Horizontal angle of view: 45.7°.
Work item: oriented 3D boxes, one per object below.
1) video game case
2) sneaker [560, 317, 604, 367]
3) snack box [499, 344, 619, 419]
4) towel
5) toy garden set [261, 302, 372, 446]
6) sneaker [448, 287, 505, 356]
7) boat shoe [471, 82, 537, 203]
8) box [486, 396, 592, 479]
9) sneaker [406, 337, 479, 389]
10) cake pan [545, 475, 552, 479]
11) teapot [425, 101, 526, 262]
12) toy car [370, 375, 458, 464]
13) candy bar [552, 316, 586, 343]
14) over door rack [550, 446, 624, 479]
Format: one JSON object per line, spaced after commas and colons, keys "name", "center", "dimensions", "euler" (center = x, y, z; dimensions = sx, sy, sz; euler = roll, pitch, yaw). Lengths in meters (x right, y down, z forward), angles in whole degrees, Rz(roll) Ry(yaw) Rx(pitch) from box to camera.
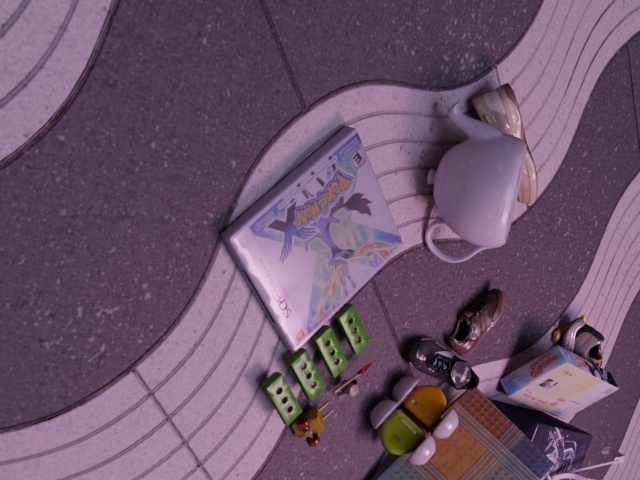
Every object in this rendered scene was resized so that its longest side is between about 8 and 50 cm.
{"name": "video game case", "center": [0.000, 0.000, 1.431], "dimensions": [0.329, 0.036, 0.300], "euler": [-43, 128, -22]}
{"name": "sneaker", "center": [0.733, 0.347, 2.137], "dimensions": [0.100, 0.108, 0.271], "euler": [-32, 134, -30]}
{"name": "snack box", "center": [0.646, 0.387, 2.041], "dimensions": [0.187, 0.060, 0.322], "euler": [-39, 137, 25]}
{"name": "towel", "center": [0.313, 0.544, 1.727], "dimensions": [0.370, 0.271, 0.040], "euler": [-40, 162, -15]}
{"name": "toy garden set", "center": [0.003, 0.272, 1.522], "dimensions": [0.244, 0.049, 0.204], "euler": [-41, 126, -24]}
{"name": "sneaker", "center": [0.371, 0.185, 1.800], "dimensions": [0.071, 0.066, 0.188], "euler": [44, 74, -40]}
{"name": "boat shoe", "center": [0.410, -0.201, 1.690], "dimensions": [0.098, 0.109, 0.302], "euler": [-19, 126, 9]}
{"name": "box", "center": [0.513, 0.618, 1.996], "dimensions": [0.312, 0.179, 0.343], "euler": [21, 89, -42]}
{"name": "sneaker", "center": [0.290, 0.287, 1.736], "dimensions": [0.234, 0.106, 0.078], "euler": [34, 81, -43]}
{"name": "cake pan", "center": [0.407, 0.618, 1.800], "dimensions": [0.293, 0.054, 0.293], "euler": [0, 90, -2]}
{"name": "teapot", "center": [0.312, -0.108, 1.577], "dimensions": [0.252, 0.187, 0.256], "euler": [65, 40, -65]}
{"name": "toy car", "center": [0.202, 0.406, 1.694], "dimensions": [0.182, 0.159, 0.136], "euler": [-42, 164, -23]}
{"name": "candy bar", "center": [0.703, 0.253, 2.148], "dimensions": [0.161, 0.018, 0.040], "euler": [-15, 114, -38]}
{"name": "over door rack", "center": [0.698, 0.700, 1.993], "dimensions": [0.324, 0.108, 0.240], "euler": [-5, 108, -41]}
